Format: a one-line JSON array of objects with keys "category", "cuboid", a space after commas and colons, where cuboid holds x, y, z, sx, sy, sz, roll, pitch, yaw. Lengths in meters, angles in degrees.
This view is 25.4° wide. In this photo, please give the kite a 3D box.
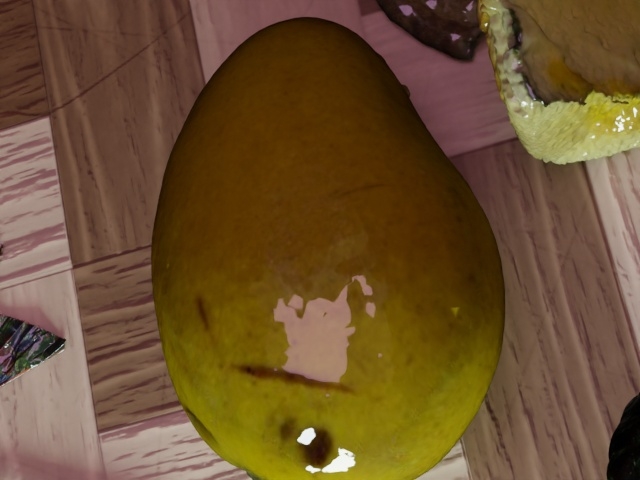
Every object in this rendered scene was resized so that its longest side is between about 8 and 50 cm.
[{"category": "kite", "cuboid": [-0.355, 0.088, 1.396, 0.232, 0.009, 0.189, 15, 79, 19]}]

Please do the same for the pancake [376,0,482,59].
[{"category": "pancake", "cuboid": [0.181, -0.303, 1.352, 0.288, 0.033, 0.286, 18, 79, 19]}]

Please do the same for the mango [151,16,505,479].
[{"category": "mango", "cuboid": [0.000, 0.000, 1.215, 0.301, 0.220, 0.445, -10, 68, 15]}]

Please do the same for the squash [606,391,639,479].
[{"category": "squash", "cuboid": [0.319, 0.185, 1.101, 0.193, 0.156, 0.193, -4, 73, 14]}]

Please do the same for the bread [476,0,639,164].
[{"category": "bread", "cuboid": [0.220, -0.153, 1.248, 0.133, 0.251, 0.174, -40, 61, 49]}]
